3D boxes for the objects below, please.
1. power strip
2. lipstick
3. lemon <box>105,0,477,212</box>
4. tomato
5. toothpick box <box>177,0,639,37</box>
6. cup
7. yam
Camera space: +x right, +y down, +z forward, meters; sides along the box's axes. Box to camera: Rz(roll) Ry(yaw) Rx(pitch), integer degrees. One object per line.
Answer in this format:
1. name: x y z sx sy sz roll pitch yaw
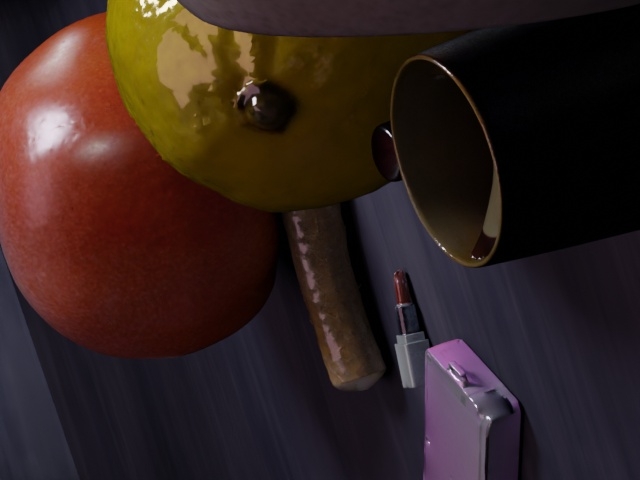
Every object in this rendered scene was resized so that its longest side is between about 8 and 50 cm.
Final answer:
1. power strip: 0.131 0.216 1.753 0.109 0.037 0.279 48 148 46
2. lipstick: 0.080 0.079 1.789 0.025 0.025 0.107 178 81 -67
3. lemon: -0.019 -0.166 1.476 0.297 0.297 0.297 50 150 44
4. tomato: -0.187 -0.055 1.949 0.341 0.273 0.341 163 90 -82
5. toothpick box: 0.050 -0.337 1.004 0.409 0.409 0.425 -154 55 -62
6. cup: 0.145 -0.060 1.304 0.166 0.177 0.239 66 158 13
7. yam: 0.000 0.000 1.872 0.066 0.066 0.299 8 114 67
